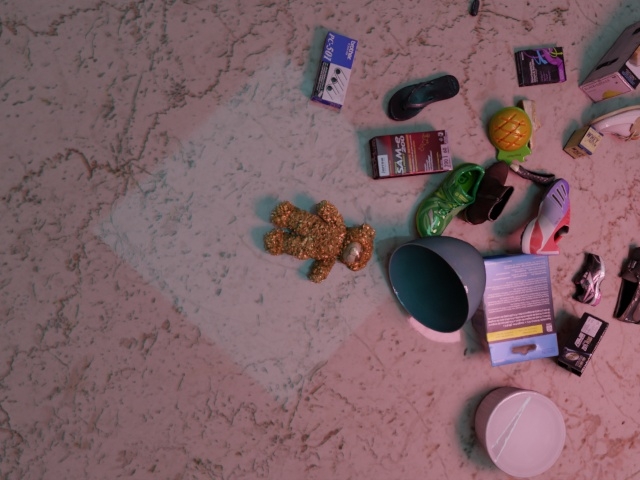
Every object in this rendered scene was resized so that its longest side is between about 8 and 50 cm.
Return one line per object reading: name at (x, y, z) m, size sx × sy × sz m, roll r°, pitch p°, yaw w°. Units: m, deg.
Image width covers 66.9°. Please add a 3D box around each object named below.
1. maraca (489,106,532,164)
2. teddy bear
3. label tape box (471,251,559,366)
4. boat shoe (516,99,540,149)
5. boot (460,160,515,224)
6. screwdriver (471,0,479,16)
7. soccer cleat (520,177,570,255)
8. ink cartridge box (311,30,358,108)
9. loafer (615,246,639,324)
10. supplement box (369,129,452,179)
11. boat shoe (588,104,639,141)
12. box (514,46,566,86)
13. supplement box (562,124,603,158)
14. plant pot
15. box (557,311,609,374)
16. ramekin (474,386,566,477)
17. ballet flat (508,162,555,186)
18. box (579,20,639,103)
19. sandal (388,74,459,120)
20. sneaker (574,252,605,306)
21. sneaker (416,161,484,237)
maraca at (0.612, -0.335, 1.554) m, size 0.127 × 0.099 × 0.185 m, roll -7°, pitch 109°, yaw 27°
teddy bear at (0.000, 0.000, 1.449) m, size 0.338 × 0.113 × 0.245 m, roll 33°, pitch 87°, yaw -8°
label tape box at (0.610, 0.210, 1.551) m, size 0.241 × 0.106 × 0.333 m, roll -6°, pitch 91°, yaw -10°
boat shoe at (0.689, -0.380, 1.583) m, size 0.059 × 0.063 × 0.170 m, roll -8°, pitch 91°, yaw -3°
boot at (0.544, -0.151, 1.487) m, size 0.090 × 0.207 × 0.248 m, roll 36°, pitch 85°, yaw -8°
screwdriver at (0.515, -0.810, 1.573) m, size 0.024 × 0.025 × 0.169 m, roll 13°, pitch 89°, yaw -9°
soccer cleat at (0.740, -0.072, 1.526) m, size 0.318 × 0.116 × 0.108 m, roll -51°, pitch 136°, yaw -27°
ink cartridge box at (0.042, -0.520, 1.485) m, size 0.097 × 0.046 × 0.207 m, roll 14°, pitch 88°, yaw -11°
loafer at (1.058, 0.150, 1.635) m, size 0.084 × 0.096 × 0.267 m, roll 4°, pitch 92°, yaw -2°
supplement box at (0.281, -0.267, 1.512) m, size 0.240 × 0.073 × 0.130 m, roll -8°, pitch 92°, yaw -8°
boat shoe at (1.046, -0.387, 1.617) m, size 0.302 × 0.113 × 0.103 m, roll -11°, pitch 87°, yaw -10°
box at (0.731, -0.576, 1.607) m, size 0.162 × 0.029 × 0.116 m, roll -9°, pitch 92°, yaw -8°
supplement box at (0.868, -0.324, 1.602) m, size 0.056 × 0.083 × 0.083 m, roll 34°, pitch 85°, yaw -8°
plant pot at (0.377, 0.101, 1.447) m, size 0.195 × 0.290 × 0.290 m, roll -28°, pitch 95°, yaw -31°
box at (0.846, 0.337, 1.564) m, size 0.078 × 0.147 × 0.180 m, roll 29°, pitch 85°, yaw 32°
ramekin at (0.621, 0.595, 1.545) m, size 0.273 × 0.127 × 0.272 m, roll 0°, pitch 91°, yaw -10°
ballet flat at (0.687, -0.223, 1.581) m, size 0.173 × 0.057 × 0.049 m, roll 16°, pitch 122°, yaw -19°
box at (1.012, -0.599, 1.585) m, size 0.087 × 0.169 × 0.290 m, roll 42°, pitch 83°, yaw -10°
sandal at (0.325, -0.460, 1.527) m, size 0.255 × 0.054 × 0.097 m, roll -28°, pitch 95°, yaw -8°
sneaker at (0.893, 0.128, 1.619) m, size 0.077 × 0.072 × 0.178 m, roll 7°, pitch 83°, yaw 1°
sneaker at (0.401, -0.127, 1.507) m, size 0.109 × 0.123 × 0.295 m, roll 35°, pitch 86°, yaw -8°
